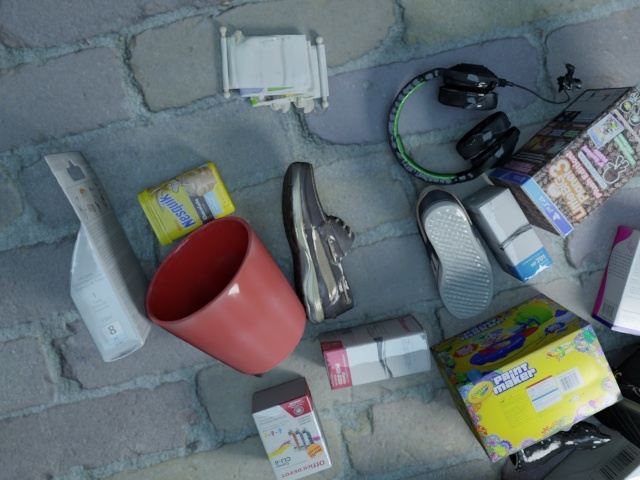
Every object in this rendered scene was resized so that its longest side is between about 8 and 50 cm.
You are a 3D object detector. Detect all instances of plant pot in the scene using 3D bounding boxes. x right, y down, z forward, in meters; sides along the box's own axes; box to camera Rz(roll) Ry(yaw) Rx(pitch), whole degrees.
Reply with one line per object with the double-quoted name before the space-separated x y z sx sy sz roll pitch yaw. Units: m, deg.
"plant pot" -0.175 0.129 1.613 0.275 0.275 0.243 -40 123 3

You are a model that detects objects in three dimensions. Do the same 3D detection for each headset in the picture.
"headset" 0.330 -0.257 1.632 0.394 0.185 0.243 -19 100 11

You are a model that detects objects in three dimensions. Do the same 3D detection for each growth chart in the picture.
"growth chart" -0.097 -0.356 1.669 0.237 0.021 0.172 3 99 -4

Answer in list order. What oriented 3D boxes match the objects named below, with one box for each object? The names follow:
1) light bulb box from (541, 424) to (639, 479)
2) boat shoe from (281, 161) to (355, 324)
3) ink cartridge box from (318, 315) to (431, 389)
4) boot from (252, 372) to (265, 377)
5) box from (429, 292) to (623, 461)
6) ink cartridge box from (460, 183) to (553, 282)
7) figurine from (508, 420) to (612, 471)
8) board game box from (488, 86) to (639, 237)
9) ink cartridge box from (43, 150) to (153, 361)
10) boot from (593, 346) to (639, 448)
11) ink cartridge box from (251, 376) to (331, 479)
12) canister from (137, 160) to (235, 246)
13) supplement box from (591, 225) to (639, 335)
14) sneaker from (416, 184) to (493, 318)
"light bulb box" 0.765 0.585 1.774 0.358 0.225 0.361 -44 98 4
"boat shoe" 0.000 0.000 1.691 0.130 0.132 0.355 -11 108 -12
"ink cartridge box" 0.115 0.237 1.707 0.217 0.158 0.092 -13 98 -2
"boot" -0.131 0.242 1.755 0.087 0.042 0.118 38 96 -15
"box" 0.418 0.277 1.674 0.290 0.279 0.177 -26 99 0
"ink cartridge box" 0.395 -0.018 1.696 0.082 0.139 0.191 -32 100 0
"figurine" 0.495 0.422 1.740 0.209 0.215 0.092 -7 93 -5
"board game box" 0.526 -0.167 1.636 0.291 0.232 0.141 -41 99 4
"ink cartridge box" -0.447 0.018 1.558 0.091 0.308 0.385 -26 99 -1
"boot" 0.724 0.297 1.661 0.284 0.377 0.138 -35 90 -3
"ink cartridge box" -0.063 0.415 1.739 0.128 0.127 0.176 -19 101 -1
"canister" -0.280 -0.080 1.674 0.170 0.073 0.126 -26 100 -1
"supplement box" 0.697 0.089 1.749 0.114 0.111 0.220 12 98 -6
"sneaker" 0.290 0.020 1.713 0.126 0.127 0.321 -17 124 5
